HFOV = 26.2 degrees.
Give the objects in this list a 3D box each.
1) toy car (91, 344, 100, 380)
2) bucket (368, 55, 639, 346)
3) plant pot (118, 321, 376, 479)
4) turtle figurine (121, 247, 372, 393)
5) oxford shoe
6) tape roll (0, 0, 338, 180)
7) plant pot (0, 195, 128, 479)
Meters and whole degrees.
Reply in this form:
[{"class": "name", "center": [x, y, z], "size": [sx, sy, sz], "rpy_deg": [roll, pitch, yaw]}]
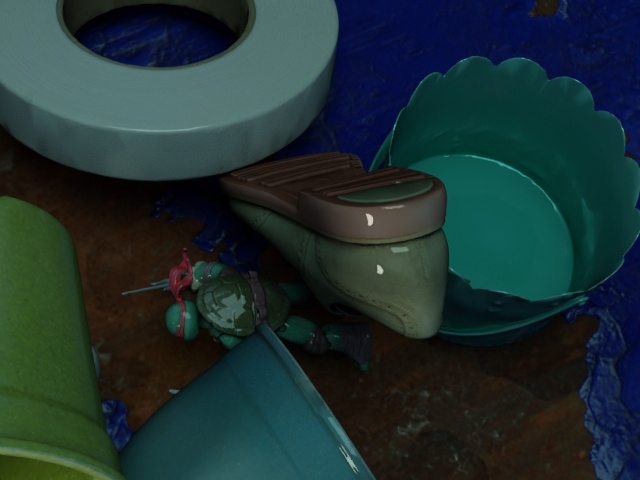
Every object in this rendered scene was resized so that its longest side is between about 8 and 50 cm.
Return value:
[{"class": "toy car", "center": [-0.310, 0.133, 1.306], "size": [0.136, 0.159, 0.182], "rpy_deg": [3, 60, 34]}, {"class": "bucket", "center": [0.179, -0.030, 1.436], "size": [0.281, 0.183, 0.281], "rpy_deg": [4, 64, -8]}, {"class": "plant pot", "center": [-0.084, 0.254, 1.223], "size": [0.255, 0.271, 0.271], "rpy_deg": [-33, 74, -7]}, {"class": "turtle figurine", "center": [-0.073, 0.084, 1.379], "size": [0.234, 0.118, 0.175], "rpy_deg": [-2, 65, -18]}, {"class": "oxford shoe", "center": [0.000, 0.000, 1.325], "size": [0.140, 0.397, 0.146], "rpy_deg": [-14, 104, -17]}, {"class": "tape roll", "center": [-0.172, -0.219, 1.456], "size": [0.392, 0.072, 0.392], "rpy_deg": [3, 46, -3]}, {"class": "plant pot", "center": [-0.285, 0.111, 1.096], "size": [0.276, 0.276, 0.254], "rpy_deg": [-1, 56, -11]}]
